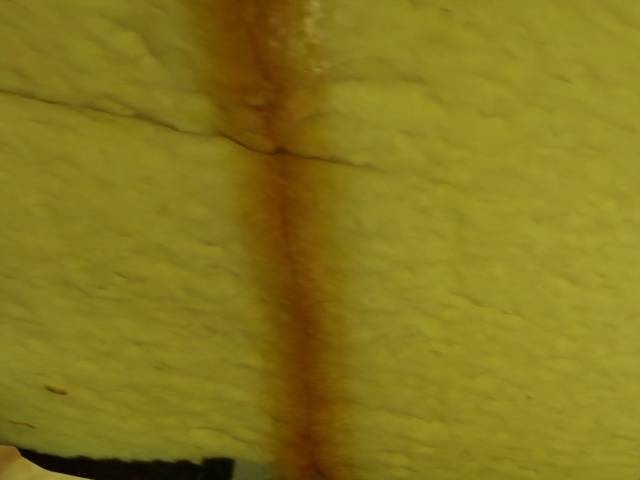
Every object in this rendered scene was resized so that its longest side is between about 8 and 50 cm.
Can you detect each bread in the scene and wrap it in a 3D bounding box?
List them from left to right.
[{"bbox_3d":[0.000,0.000,0.486,0.346,0.405,0.242,7,89,4],"label":"bread"}]
